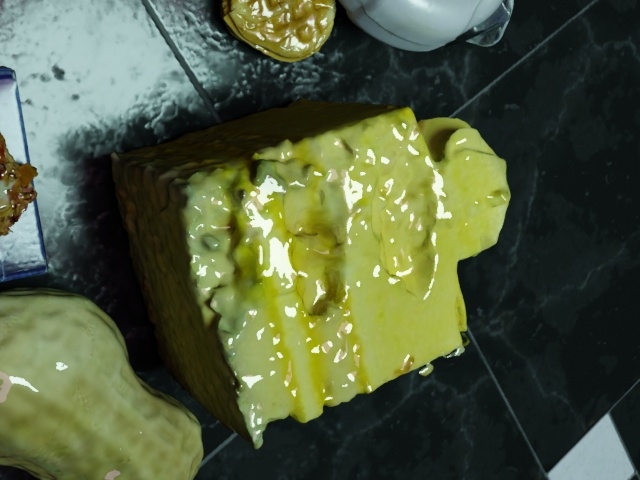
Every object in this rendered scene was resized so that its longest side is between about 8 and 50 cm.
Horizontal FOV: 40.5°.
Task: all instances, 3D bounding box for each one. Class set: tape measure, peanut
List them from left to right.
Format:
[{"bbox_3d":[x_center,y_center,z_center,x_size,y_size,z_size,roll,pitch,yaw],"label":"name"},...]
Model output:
[{"bbox_3d":[-0.210,0.130,0.707,0.291,0.143,0.159,39,91,-33],"label":"peanut"},{"bbox_3d":[0.093,-0.273,0.796,0.236,0.120,0.197,13,78,-27],"label":"tape measure"}]

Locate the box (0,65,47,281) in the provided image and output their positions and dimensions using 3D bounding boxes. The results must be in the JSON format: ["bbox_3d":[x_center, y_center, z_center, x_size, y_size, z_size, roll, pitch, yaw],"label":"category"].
[{"bbox_3d":[-0.342,-0.033,0.635,0.259,0.071,0.168,-12,105,-28],"label":"box"}]

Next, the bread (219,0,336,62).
[{"bbox_3d":[-0.039,-0.209,0.786,0.111,0.044,0.083,23,93,-30],"label":"bread"}]

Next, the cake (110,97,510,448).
[{"bbox_3d":[0.000,0.000,0.748,0.286,0.227,0.222,-20,110,-25],"label":"cake"}]

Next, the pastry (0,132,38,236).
[{"bbox_3d":[-0.257,-0.071,0.597,0.087,0.063,0.169,-38,115,-21],"label":"pastry"}]
